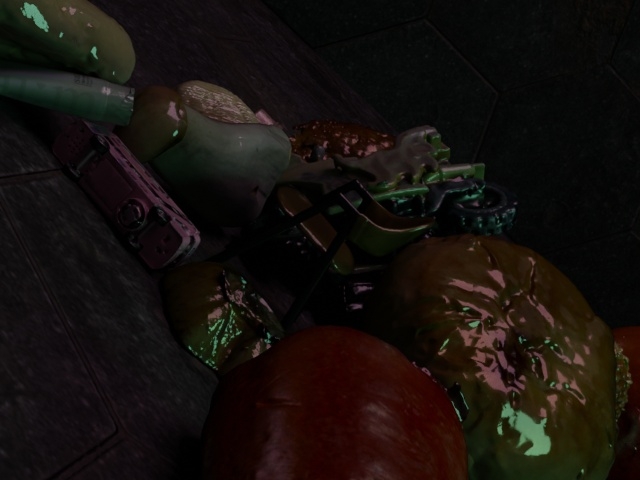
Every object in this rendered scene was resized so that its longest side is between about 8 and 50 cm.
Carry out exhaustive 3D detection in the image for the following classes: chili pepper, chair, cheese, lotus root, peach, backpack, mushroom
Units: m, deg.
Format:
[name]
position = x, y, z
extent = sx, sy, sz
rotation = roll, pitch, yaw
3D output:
[chili pepper]
position = 0.009, 0.242, 1.205
extent = 0.251, 0.229, 0.305
rotation = 46, 23, -18
[chair]
position = 0.000, 0.000, 1.746
extent = 0.172, 0.247, 0.159
rotation = 46, 12, 0
[cheese]
position = -0.343, -0.254, 1.580
extent = 0.263, 0.159, 0.093
rotation = 30, 61, -55
[lotus root]
position = -0.091, 0.095, 1.554
extent = 0.183, 0.078, 0.203
rotation = 36, 18, -38
[peach]
position = 0.553, 0.330, 2.415
extent = 0.370, 0.370, 0.370
rotation = 44, 13, -13
[backpack]
position = 0.070, 0.108, 1.974
extent = 0.165, 0.106, 0.120
rotation = 11, 57, -42
[mushroom]
position = -0.155, -0.119, 1.785
extent = 0.122, 0.159, 0.329
rotation = 5, -12, 27

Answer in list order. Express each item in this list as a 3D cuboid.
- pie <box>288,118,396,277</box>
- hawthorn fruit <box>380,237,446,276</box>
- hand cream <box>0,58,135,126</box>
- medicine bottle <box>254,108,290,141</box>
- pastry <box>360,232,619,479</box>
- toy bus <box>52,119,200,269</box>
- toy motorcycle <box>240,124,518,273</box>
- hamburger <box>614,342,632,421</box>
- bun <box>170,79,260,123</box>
[pie]
position = 0.053, -0.064, 2.152
extent = 0.308, 0.308, 0.085
rotation = 48, -29, 4
[hawthorn fruit]
position = 0.140, 0.039, 2.259
extent = 0.202, 0.185, 0.185
rotation = 6, 41, -50
[hand cream]
position = -0.318, -0.177, 1.577
extent = 0.205, 0.049, 0.078
rotation = 12, 27, -18
[medicine bottle]
position = -0.034, -0.105, 2.244
extent = 0.252, 0.114, 0.114
rotation = 47, 13, -3
[pastry]
position = 0.216, 0.182, 1.823
extent = 0.410, 0.245, 0.409
rotation = 24, 45, -26
[toy bus]
position = -0.224, -0.054, 1.593
extent = 0.203, 0.063, 0.090
rotation = 49, 12, 13
[toy motorcycle]
position = 0.072, -0.051, 1.984
extent = 0.237, 0.410, 0.168
rotation = -120, -153, -55
[hamburger]
position = 0.340, 0.210, 2.167
extent = 0.291, 0.291, 0.225
rotation = 40, 17, -30
[bun]
position = -0.167, -0.152, 1.992
extent = 0.164, 0.111, 0.188
rotation = 18, 29, -30
